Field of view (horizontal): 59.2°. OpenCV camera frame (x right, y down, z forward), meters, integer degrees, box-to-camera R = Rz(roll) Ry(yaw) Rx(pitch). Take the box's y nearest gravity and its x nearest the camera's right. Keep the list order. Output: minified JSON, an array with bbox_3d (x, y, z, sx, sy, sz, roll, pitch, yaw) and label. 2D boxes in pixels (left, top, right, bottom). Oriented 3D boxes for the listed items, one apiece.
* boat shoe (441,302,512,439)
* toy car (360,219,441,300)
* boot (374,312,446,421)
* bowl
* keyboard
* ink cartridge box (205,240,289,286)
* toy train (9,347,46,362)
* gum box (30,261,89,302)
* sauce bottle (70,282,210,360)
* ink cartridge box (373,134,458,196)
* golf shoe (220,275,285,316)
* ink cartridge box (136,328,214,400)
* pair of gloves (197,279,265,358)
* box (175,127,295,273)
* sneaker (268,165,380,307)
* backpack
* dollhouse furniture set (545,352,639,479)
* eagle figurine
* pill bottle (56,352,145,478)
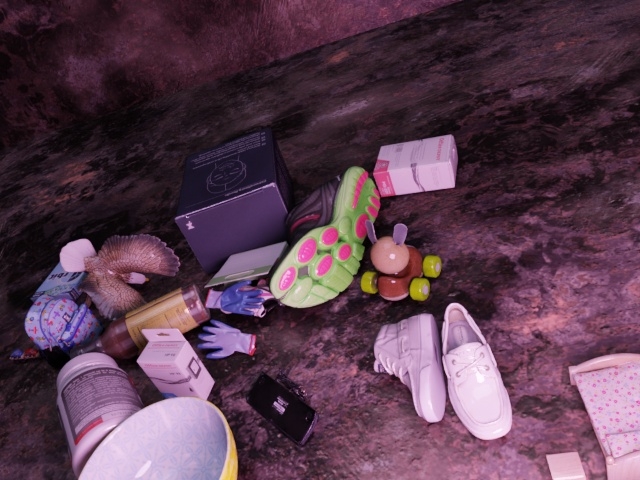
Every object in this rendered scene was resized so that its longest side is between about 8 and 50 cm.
[{"bbox_3d":[0.268,0.225,1.025,0.098,0.096,0.277,-17,35,7],"label":"boat shoe"},{"bbox_3d":[0.165,0.027,1.270,0.155,0.188,0.149,5,43,34],"label":"toy car"},{"bbox_3d":[0.164,0.246,1.076,0.124,0.095,0.258,-17,26,19],"label":"boot"},{"bbox_3d":[-0.258,0.437,0.979,0.290,0.156,0.289,-15,35,11],"label":"bowl"},{"bbox_3d":[-0.067,0.330,1.140,0.192,0.038,0.100,23,78,45],"label":"keyboard"},{"bbox_3d":[-0.179,0.079,1.452,0.171,0.056,0.235,-13,18,12],"label":"ink cartridge box"},{"bbox_3d":[-0.794,0.314,1.553,0.158,0.036,0.027,-9,36,19],"label":"toy train"},{"bbox_3d":[-0.813,0.127,1.813,0.157,0.041,0.184,-8,38,20],"label":"gum box"},{"bbox_3d":[-0.452,0.225,1.418,0.345,0.111,0.111,-25,34,-4],"label":"sauce bottle"},{"bbox_3d":[0.278,-0.216,1.624,0.218,0.092,0.158,-8,37,24],"label":"ink cartridge box"},{"bbox_3d":[-0.170,0.151,1.395,0.186,0.067,0.085,-21,55,17],"label":"golf shoe"},{"bbox_3d":[-0.319,0.272,1.215,0.104,0.180,0.060,-6,38,24],"label":"ink cartridge box"},{"bbox_3d":[-0.214,0.188,1.350,0.159,0.023,0.198,2,68,20],"label":"pair of gloves"},{"bbox_3d":[-0.242,-0.132,1.696,0.294,0.212,0.395,-18,34,5],"label":"box"},{"bbox_3d":[0.000,0.000,1.453,0.202,0.185,0.482,-17,27,40],"label":"sneaker"},{"bbox_3d":[-0.683,0.225,1.490,0.117,0.173,0.158,-11,35,17],"label":"backpack"},{"bbox_3d":[0.501,0.185,0.882,0.356,0.173,0.303,-14,35,12],"label":"dollhouse furniture set"},{"bbox_3d":[-0.564,0.097,1.592,0.298,0.226,0.225,7,24,43],"label":"eagle figurine"},{"bbox_3d":[-0.459,0.365,1.187,0.161,0.161,0.283,-34,36,-16],"label":"pill bottle"}]
